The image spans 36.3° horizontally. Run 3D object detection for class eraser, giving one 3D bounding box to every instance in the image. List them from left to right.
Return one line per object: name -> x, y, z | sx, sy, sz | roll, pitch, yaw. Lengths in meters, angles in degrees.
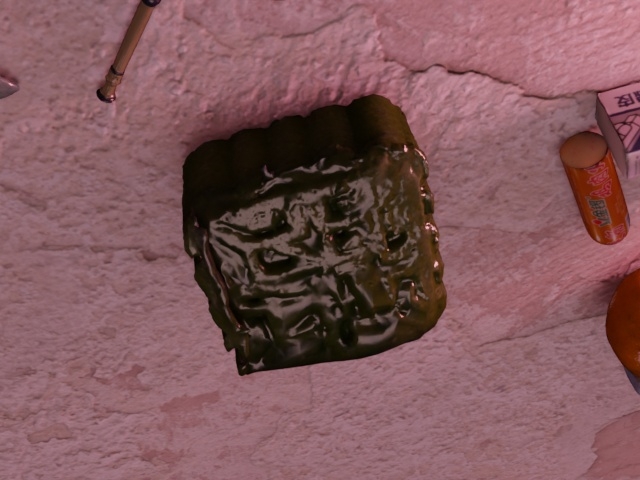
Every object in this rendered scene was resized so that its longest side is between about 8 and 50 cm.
eraser -> 0.491, -0.167, 1.312 | 0.210, 0.125, 0.068 | -15, 139, 4

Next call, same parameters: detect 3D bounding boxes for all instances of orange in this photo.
orange -> 0.597, 0.136, 1.639 | 0.240, 0.171, 0.240 | -1, 118, -1

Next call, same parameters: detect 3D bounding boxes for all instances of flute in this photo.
flute -> -0.211, -0.250, 1.133 | 0.027, 0.027, 0.233 | 14, 134, -26

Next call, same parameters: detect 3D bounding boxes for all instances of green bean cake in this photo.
green bean cake -> 0.000, 0.000, 1.285 | 0.319, 0.218, 0.335 | -17, 125, 2

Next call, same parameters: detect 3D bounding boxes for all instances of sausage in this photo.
sausage -> 0.416, -0.063, 1.455 | 0.071, 0.071, 0.234 | -22, 138, 13

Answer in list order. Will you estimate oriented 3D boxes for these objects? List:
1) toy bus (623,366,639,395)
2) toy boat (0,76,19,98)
toy bus -> 0.731, 0.191, 1.797 | 0.329, 0.109, 0.136 | -11, 130, -1
toy boat -> -0.483, -0.208, 1.095 | 0.206, 0.096, 0.282 | -28, 150, 28
